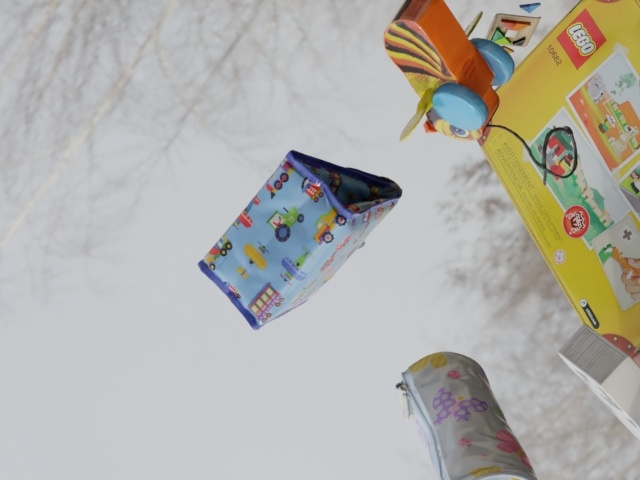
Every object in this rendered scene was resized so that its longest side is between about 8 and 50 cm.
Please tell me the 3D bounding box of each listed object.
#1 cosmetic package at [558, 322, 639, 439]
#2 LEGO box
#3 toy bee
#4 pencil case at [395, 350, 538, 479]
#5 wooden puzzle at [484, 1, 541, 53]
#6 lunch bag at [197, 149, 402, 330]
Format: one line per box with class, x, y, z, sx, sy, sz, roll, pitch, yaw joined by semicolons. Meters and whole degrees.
cosmetic package;0.422;0.215;1.835;0.239;0.060;0.099;44;180;-36
LEGO box;0.494;-0.106;2.028;0.193;0.372;0.500;2;-127;-43
toy bee;0.160;-0.174;1.681;0.195;0.162;0.298;-37;-71;-31
pencil case;0.173;0.242;1.601;0.124;0.113;0.273;31;-162;-25
wooden puzzle;0.279;-0.304;1.977;0.078;0.116;0.014;-3;-120;-6
lunch bag;0.000;0.000;1.969;0.138;0.221;0.293;47;-161;19
